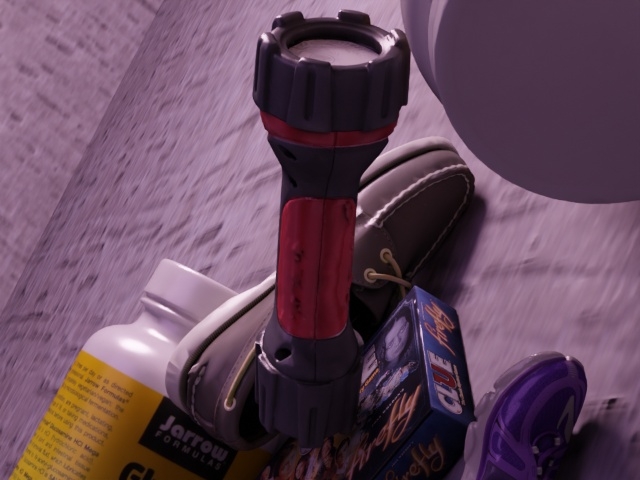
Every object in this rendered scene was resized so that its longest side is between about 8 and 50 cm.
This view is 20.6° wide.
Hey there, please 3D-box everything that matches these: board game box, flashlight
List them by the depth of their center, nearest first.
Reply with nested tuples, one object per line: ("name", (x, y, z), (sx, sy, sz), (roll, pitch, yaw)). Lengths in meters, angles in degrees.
("flashlight", (0.000, 0.000, 1.193), (0.103, 0.103, 0.304), (-25, -50, -42))
("board game box", (0.020, 0.169, 1.293), (0.243, 0.042, 0.165), (-52, 18, 22))

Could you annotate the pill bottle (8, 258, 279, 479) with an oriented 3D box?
("pill bottle", (-0.152, 0.193, 1.487), (0.334, 0.188, 0.188), (-62, 17, -6))

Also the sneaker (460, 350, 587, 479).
("sneaker", (0.121, 0.149, 1.045), (0.071, 0.068, 0.170), (29, 98, 58))

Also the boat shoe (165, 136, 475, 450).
("boat shoe", (0.017, 0.043, 1.377), (0.305, 0.109, 0.091), (-43, 45, -10))

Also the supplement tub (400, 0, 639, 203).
("supplement tub", (0.171, -0.197, 1.142), (0.241, 0.241, 0.331), (-50, 20, 28))
